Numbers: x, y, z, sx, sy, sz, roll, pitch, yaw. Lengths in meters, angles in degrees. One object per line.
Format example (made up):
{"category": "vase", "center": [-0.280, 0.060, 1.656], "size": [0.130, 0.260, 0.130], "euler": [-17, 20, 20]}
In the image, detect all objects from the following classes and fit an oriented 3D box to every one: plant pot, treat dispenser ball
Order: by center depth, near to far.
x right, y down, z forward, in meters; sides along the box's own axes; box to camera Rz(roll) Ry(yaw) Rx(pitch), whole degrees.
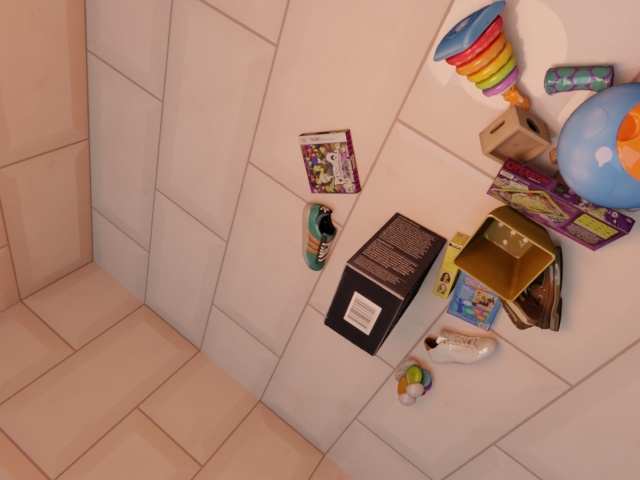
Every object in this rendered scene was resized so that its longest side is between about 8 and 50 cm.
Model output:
{"category": "treat dispenser ball", "center": [0.712, -0.217, 1.055], "size": [0.288, 0.288, 0.289], "euler": [18, 126, 26]}
{"category": "plant pot", "center": [0.566, 0.014, 1.372], "size": [0.212, 0.187, 0.212], "euler": [36, 132, 12]}

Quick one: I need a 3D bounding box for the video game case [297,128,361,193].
{"category": "video game case", "center": [0.033, -0.285, 1.668], "size": [0.210, 0.042, 0.232], "euler": [5, 120, 35]}

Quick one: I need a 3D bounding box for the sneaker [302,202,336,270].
{"category": "sneaker", "center": [0.000, 0.000, 1.825], "size": [0.120, 0.108, 0.303], "euler": [16, 124, 33]}

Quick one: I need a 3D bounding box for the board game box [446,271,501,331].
{"category": "board game box", "center": [0.554, 0.203, 1.595], "size": [0.160, 0.047, 0.210], "euler": [25, 129, 21]}

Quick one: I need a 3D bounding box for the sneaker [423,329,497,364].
{"category": "sneaker", "center": [0.512, 0.392, 1.703], "size": [0.290, 0.106, 0.123], "euler": [-25, 104, 44]}

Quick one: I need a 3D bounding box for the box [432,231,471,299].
{"category": "box", "center": [0.457, 0.090, 1.570], "size": [0.058, 0.087, 0.233], "euler": [25, 130, 24]}

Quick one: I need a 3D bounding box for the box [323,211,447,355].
{"category": "box", "center": [0.225, 0.137, 1.551], "size": [0.211, 0.395, 0.294], "euler": [32, 130, 17]}

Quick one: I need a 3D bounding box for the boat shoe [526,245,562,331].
{"category": "boat shoe", "center": [0.698, 0.156, 1.419], "size": [0.104, 0.110, 0.308], "euler": [7, 120, 33]}

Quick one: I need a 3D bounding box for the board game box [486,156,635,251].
{"category": "board game box", "center": [0.647, -0.096, 1.260], "size": [0.346, 0.056, 0.208], "euler": [32, 169, 14]}

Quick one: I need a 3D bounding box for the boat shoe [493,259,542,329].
{"category": "boat shoe", "center": [0.595, 0.167, 1.447], "size": [0.095, 0.095, 0.258], "euler": [107, 153, -50]}

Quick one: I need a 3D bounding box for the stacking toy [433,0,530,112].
{"category": "stacking toy", "center": [0.463, -0.451, 1.201], "size": [0.302, 0.175, 0.165], "euler": [43, 173, -19]}

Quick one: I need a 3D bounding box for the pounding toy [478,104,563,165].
{"category": "pounding toy", "center": [0.579, -0.282, 1.239], "size": [0.205, 0.094, 0.181], "euler": [20, 144, -23]}

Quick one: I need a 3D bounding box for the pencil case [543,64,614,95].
{"category": "pencil case", "center": [0.649, -0.401, 1.138], "size": [0.151, 0.064, 0.070], "euler": [9, 106, 32]}

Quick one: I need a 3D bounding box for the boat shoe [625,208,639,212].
{"category": "boat shoe", "center": [0.822, -0.106, 1.202], "size": [0.184, 0.066, 0.063], "euler": [11, 137, 28]}

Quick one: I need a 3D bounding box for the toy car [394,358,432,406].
{"category": "toy car", "center": [0.401, 0.602, 1.907], "size": [0.136, 0.159, 0.182], "euler": [11, 131, -12]}
